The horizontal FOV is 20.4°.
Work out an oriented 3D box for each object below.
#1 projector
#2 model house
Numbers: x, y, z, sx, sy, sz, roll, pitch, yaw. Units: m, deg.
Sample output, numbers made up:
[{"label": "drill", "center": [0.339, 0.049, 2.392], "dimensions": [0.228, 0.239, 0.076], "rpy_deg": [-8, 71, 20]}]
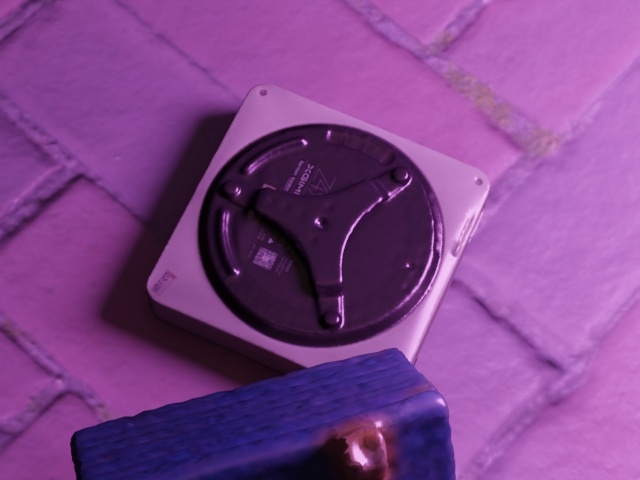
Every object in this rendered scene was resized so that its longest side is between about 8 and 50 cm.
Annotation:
[{"label": "projector", "center": [0.000, 0.000, 1.696], "dimensions": [0.259, 0.079, 0.257], "rpy_deg": [23, 67, 9]}, {"label": "model house", "center": [-0.041, 0.304, 1.412], "dimensions": [0.334, 0.343, 0.382], "rpy_deg": [-14, 67, -11]}]
